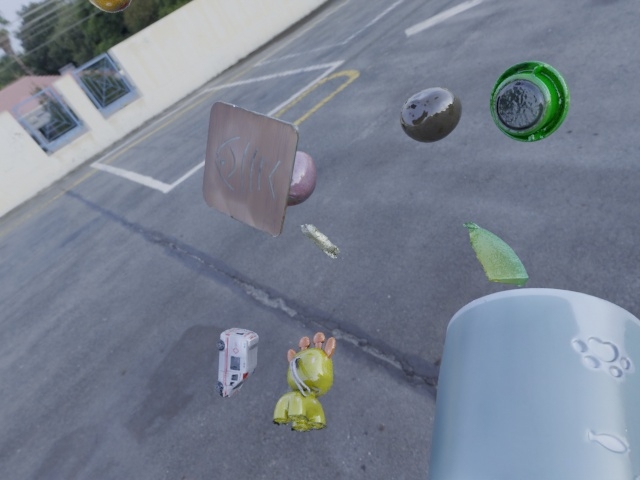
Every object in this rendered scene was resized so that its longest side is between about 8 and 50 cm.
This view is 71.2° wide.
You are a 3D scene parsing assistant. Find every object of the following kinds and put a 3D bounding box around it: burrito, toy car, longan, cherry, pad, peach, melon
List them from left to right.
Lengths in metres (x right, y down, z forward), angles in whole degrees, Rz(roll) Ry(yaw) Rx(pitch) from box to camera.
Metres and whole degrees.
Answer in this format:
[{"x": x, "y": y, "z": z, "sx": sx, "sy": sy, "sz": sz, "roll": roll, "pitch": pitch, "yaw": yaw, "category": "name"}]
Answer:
[{"x": -0.581, "y": -0.694, "z": 1.217, "sx": 0.138, "sy": 0.138, "sz": 0.138, "roll": -22, "pitch": 32, "yaw": 14, "category": "peach"}, {"x": -0.245, "y": 0.369, "z": 1.332, "sx": 0.108, "sy": 0.209, "sz": 0.089, "roll": 6, "pitch": 4, "yaw": 21, "category": "toy car"}, {"x": -0.188, "y": -0.182, "z": 1.125, "sx": 0.284, "sy": 0.286, "sz": 0.018, "roll": 24, "pitch": 25, "yaw": 26, "category": "pad"}, {"x": -0.124, "y": -0.270, "z": 1.880, "sx": 0.206, "sy": 0.239, "sz": 0.239, "roll": 0, "pitch": 27, "yaw": -16, "category": "cherry"}, {"x": 0.000, "y": 0.001, "z": 1.702, "sx": 0.058, "sy": 0.188, "sz": 0.045, "roll": -46, "pitch": 10, "yaw": 17, "category": "burrito"}, {"x": 0.339, "y": -0.385, "z": 1.367, "sx": 0.189, "sy": 0.189, "sz": 0.189, "roll": -22, "pitch": 32, "yaw": 14, "category": "longan"}, {"x": 0.517, "y": 0.042, "z": 1.362, "sx": 0.114, "sy": 0.053, "sz": 0.261, "roll": -25, "pitch": 53, "yaw": -2, "category": "melon"}]

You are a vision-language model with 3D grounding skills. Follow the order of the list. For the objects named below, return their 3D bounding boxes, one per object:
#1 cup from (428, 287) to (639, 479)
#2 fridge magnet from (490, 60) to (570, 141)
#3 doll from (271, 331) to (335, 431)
[{"x": 0.303, "y": 0.274, "z": 0.555, "sx": 0.259, "sy": 0.357, "sz": 0.274, "roll": -32, "pitch": 24, "yaw": 45, "category": "cup"}, {"x": 0.537, "y": -0.358, "z": 1.166, "sx": 0.088, "sy": 0.207, "sz": 0.208, "roll": -27, "pitch": 25, "yaw": -33, "category": "fridge magnet"}, {"x": -0.033, "y": 0.310, "z": 1.004, "sx": 0.143, "sy": 0.135, "sz": 0.220, "roll": -24, "pitch": 40, "yaw": 34, "category": "doll"}]
